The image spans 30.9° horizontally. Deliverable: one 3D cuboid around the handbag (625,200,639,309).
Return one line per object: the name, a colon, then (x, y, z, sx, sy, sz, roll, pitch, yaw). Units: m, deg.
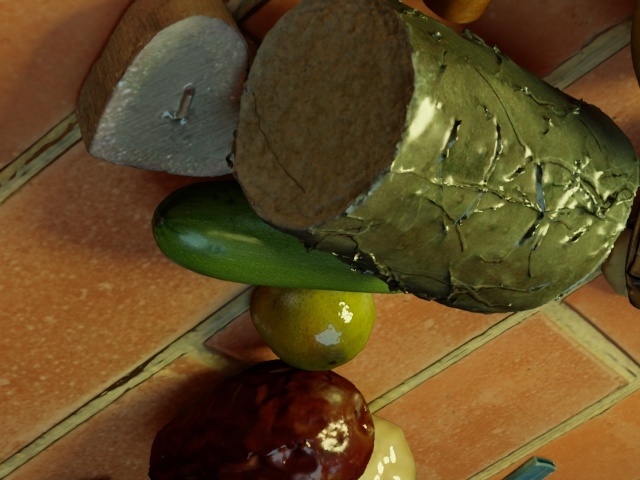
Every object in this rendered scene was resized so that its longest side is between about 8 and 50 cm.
handbag: (0.544, -0.007, 1.296, 0.358, 0.160, 0.237, 8, 111, -17)

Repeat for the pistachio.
pistachio: (0.013, 0.343, 1.553, 0.187, 0.188, 0.299, 10, 139, -32)

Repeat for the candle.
candle: (-0.132, -0.125, 1.013, 0.168, 0.068, 0.192, -23, 140, -2)

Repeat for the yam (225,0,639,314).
yam: (0.102, -0.072, 1.029, 0.241, 0.241, 0.348, -41, 143, 25)

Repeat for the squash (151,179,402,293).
squash: (0.000, 0.000, 1.185, 0.394, 0.107, 0.107, 5, 136, -32)

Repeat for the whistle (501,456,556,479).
whistle: (0.315, 0.420, 1.835, 0.090, 0.090, 0.158, 20, 128, -39)

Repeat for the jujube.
jujube: (-0.074, 0.247, 1.385, 0.290, 0.197, 0.197, -21, 144, 28)

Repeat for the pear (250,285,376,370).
pear: (-0.004, 0.093, 1.302, 0.141, 0.104, 0.141, -11, 137, -11)

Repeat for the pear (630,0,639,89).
pear: (0.421, -0.187, 0.996, 0.314, 0.314, 0.314, -12, 141, -10)

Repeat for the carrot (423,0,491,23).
carrot: (0.143, -0.266, 0.949, 0.087, 0.087, 0.193, -1, 136, -22)

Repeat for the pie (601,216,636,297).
pie: (0.453, 0.011, 1.432, 0.218, 0.052, 0.185, -21, 143, -2)
